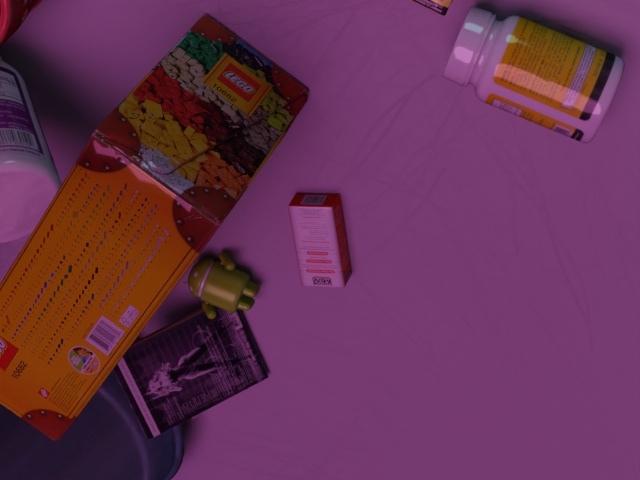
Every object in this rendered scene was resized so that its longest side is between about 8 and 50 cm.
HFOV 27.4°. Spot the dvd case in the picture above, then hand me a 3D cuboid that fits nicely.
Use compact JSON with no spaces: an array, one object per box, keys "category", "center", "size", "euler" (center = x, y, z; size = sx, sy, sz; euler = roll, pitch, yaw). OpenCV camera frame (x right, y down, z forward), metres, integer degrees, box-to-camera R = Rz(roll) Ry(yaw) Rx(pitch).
[{"category":"dvd case","center":[-0.210,0.202,2.102],"size":[0.221,0.018,0.164],"euler":[-27,116,-11]}]

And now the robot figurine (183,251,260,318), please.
[{"category":"robot figurine","center":[-0.155,0.070,2.047],"size":[0.115,0.067,0.101],"euler":[23,109,4]}]

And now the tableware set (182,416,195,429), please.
[{"category":"tableware set","center":[-0.257,0.257,2.224],"size":[0.128,0.039,0.194],"euler":[47,120,-2]}]

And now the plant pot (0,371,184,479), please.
[{"category":"plant pot","center":[-0.456,0.371,2.148],"size":[0.341,0.334,0.341],"euler":[17,127,23]}]

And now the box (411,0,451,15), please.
[{"category":"box","center":[0.180,-0.398,1.615],"size":[0.058,0.087,0.232],"euler":[26,127,2]}]

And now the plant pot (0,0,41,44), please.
[{"category":"plant pot","center":[-0.476,-0.367,1.811],"size":[0.191,0.174,0.191],"euler":[10,125,14]}]

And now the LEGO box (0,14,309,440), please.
[{"category":"LEGO box","center":[-0.266,-0.016,1.843],"size":[0.193,0.372,0.500],"euler":[36,126,-5]}]

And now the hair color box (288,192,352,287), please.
[{"category":"hair color box","center":[0.000,0.000,1.962],"size":[0.072,0.043,0.141],"euler":[2,121,18]}]

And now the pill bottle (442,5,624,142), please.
[{"category":"pill bottle","center":[0.270,-0.216,1.681],"size":[0.208,0.119,0.119],"euler":[23,126,4]}]

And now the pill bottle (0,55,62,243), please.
[{"category":"pill bottle","center":[-0.485,-0.155,1.872],"size":[0.169,0.301,0.169],"euler":[-17,145,-13]}]
